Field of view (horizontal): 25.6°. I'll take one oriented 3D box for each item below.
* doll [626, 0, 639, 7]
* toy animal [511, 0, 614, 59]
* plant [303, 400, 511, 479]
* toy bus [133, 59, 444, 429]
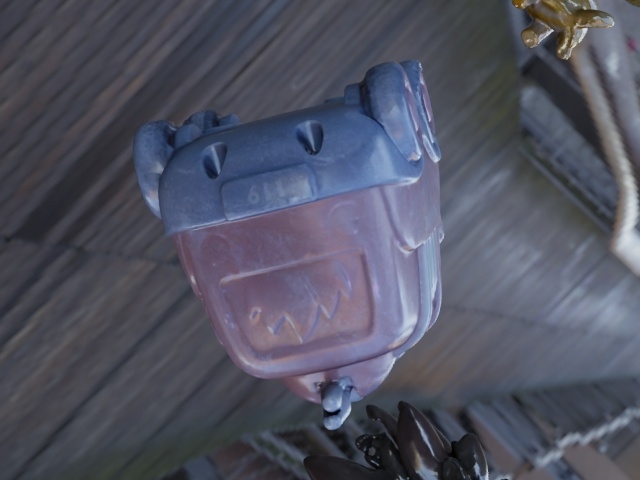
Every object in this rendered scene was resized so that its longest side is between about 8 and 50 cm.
[{"bbox_3d":[0.200,-0.192,0.721,0.137,0.097,0.209,-19,161,12],"label":"doll"},{"bbox_3d":[0.162,-0.158,0.900,0.081,0.060,0.083,1,-147,42],"label":"toy animal"},{"bbox_3d":[0.119,0.291,1.300,0.181,0.321,0.194,-33,136,-21],"label":"plant"},{"bbox_3d":[0.000,0.000,1.047,0.197,0.232,0.294,-13,-175,9],"label":"toy bus"}]
